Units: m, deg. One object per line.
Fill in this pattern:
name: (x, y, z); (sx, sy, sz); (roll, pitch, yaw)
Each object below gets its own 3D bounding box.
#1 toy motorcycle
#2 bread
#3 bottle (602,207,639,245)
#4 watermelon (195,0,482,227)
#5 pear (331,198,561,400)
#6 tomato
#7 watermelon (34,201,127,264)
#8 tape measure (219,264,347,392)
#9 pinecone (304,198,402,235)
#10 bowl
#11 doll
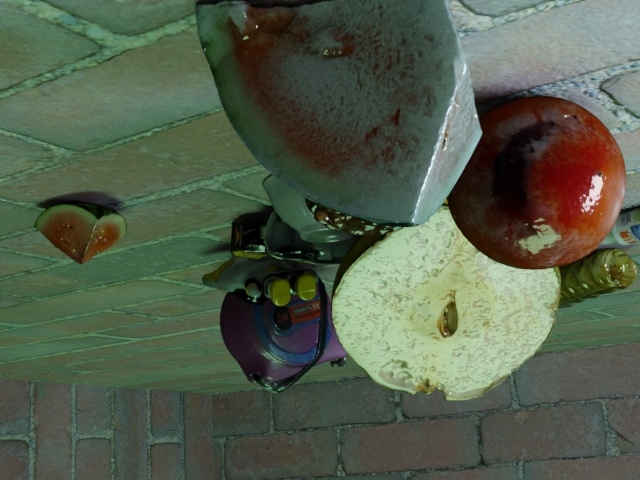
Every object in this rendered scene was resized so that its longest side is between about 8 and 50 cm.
toy motorcycle: (0.000, 0.000, 1.690); (0.263, 0.091, 0.157); (6, 172, -27)
bread: (0.554, 0.078, 2.121); (0.087, 0.098, 0.269); (-43, -176, -24)
bottle: (0.539, -0.026, 1.755); (0.060, 0.060, 0.217); (7, 164, -36)
watermelon: (0.047, -0.136, 0.932); (0.320, 0.289, 0.214); (18, 128, -24)
pear: (0.184, 0.046, 1.561); (0.340, 0.191, 0.386); (7, 127, -7)
tomato: (0.253, -0.068, 1.207); (0.208, 0.208, 0.184); (-3, 165, 0)
watermelon: (-0.368, -0.010, 1.551); (0.135, 0.094, 0.125); (0, 175, 8)
tape measure: (-0.081, 0.172, 2.038); (0.231, 0.245, 0.149); (-13, 177, -39)
pinecone: (0.062, -0.082, 1.220); (0.179, 0.150, 0.195); (-5, 167, 6)
bowl: (0.011, -0.046, 1.498); (0.189, 0.086, 0.189); (-4, 166, -1)
doll: (-0.106, 0.068, 1.818); (0.145, 0.103, 0.316); (-35, -162, -16)
